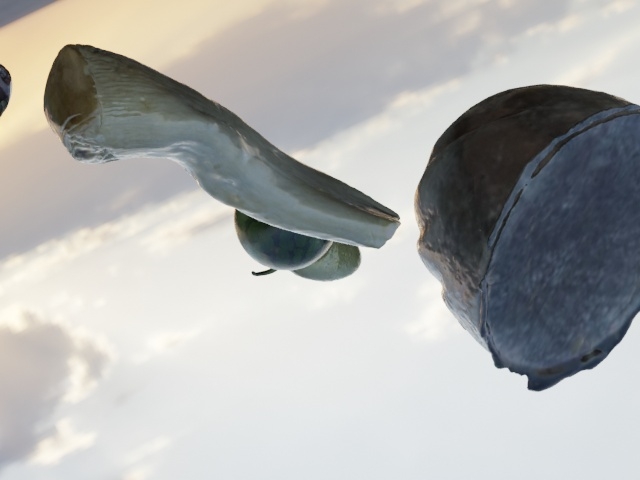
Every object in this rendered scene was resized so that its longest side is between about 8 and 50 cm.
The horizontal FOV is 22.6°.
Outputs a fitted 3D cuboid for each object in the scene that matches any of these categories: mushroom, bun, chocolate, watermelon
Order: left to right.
[{"bbox_3d":[-0.045,-0.037,0.786,0.054,0.202,0.059,-57,-151,19],"label":"mushroom"},{"bbox_3d":[-0.029,-0.018,1.439,0.109,0.109,0.109,-24,-169,5],"label":"watermelon"},{"bbox_3d":[0.000,0.000,1.545,0.086,0.055,0.086,11,-147,-7],"label":"bun"},{"bbox_3d":[0.203,-0.033,1.602,0.303,0.303,0.213,-30,-139,-23],"label":"chocolate"}]

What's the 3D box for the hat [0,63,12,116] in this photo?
[{"bbox_3d":[-0.256,-0.094,1.131,0.087,0.058,0.042,-52,-160,-3],"label":"hat"}]
